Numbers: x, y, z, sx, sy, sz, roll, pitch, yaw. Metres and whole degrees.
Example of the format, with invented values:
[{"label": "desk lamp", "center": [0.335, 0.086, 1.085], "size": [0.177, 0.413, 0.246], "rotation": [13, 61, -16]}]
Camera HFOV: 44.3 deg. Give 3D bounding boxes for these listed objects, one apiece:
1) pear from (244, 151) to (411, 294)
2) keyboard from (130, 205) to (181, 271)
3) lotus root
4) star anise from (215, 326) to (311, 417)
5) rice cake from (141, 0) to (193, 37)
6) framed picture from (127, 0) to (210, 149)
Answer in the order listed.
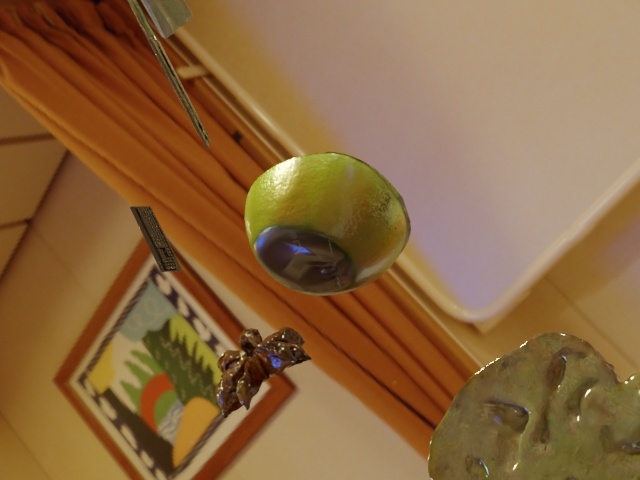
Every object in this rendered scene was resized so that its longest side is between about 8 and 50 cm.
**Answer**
[{"label": "pear", "center": [-0.002, -0.001, 1.811], "size": [0.399, 0.398, 0.165], "rotation": [-57, 10, 42]}, {"label": "keyboard", "center": [-0.414, -0.007, 1.986], "size": [0.015, 0.197, 0.074], "rotation": [-37, -19, 25]}, {"label": "lotus root", "center": [0.323, 0.307, 0.954], "size": [0.111, 0.390, 0.375], "rotation": [25, -107, -62]}, {"label": "star anise", "center": [-0.110, 0.210, 1.382], "size": [0.212, 0.111, 0.196], "rotation": [-39, 0, 29]}, {"label": "rice cake", "center": [-0.334, -0.510, 1.572], "size": [0.080, 0.042, 0.222], "rotation": [-38, -37, -8]}, {"label": "framed picture", "center": [-0.285, -0.321, 1.466], "size": [0.018, 0.293, 0.231], "rotation": [-27, -52, -4]}]
